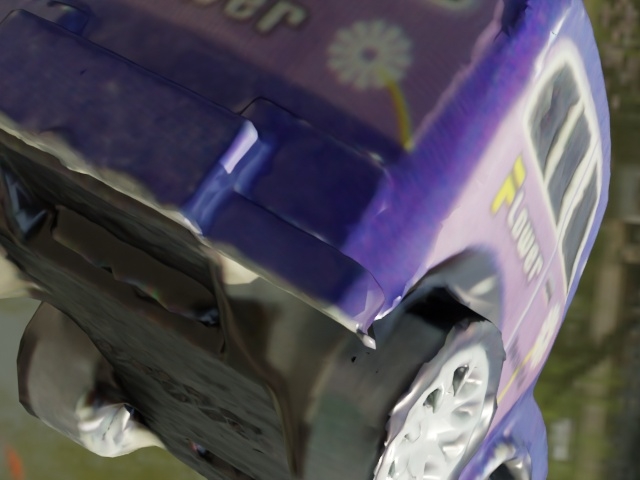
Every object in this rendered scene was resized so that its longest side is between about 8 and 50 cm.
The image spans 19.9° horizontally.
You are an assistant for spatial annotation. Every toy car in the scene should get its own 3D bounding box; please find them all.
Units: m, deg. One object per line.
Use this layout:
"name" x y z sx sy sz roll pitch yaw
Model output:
"toy car" 0.000 0.000 0.509 0.158 0.172 0.235 -52 151 -18
